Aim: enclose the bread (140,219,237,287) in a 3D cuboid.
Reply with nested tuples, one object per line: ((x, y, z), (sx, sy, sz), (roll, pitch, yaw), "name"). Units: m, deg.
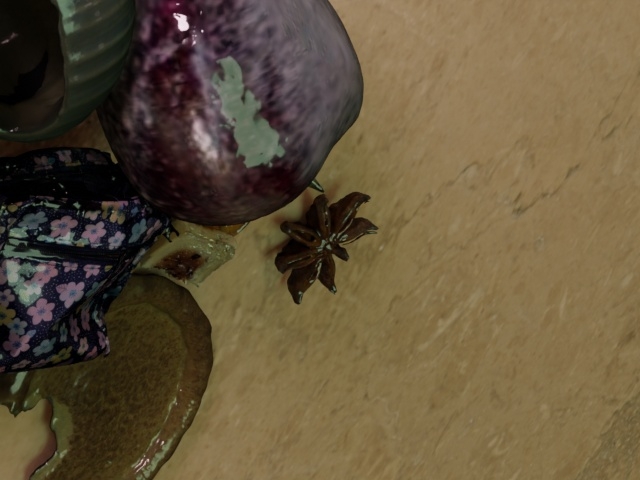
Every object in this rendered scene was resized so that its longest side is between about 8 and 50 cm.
((-0.129, 0.011, 1.905), (0.070, 0.035, 0.083), (-37, 140, 24), "bread")

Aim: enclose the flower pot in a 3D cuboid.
((-0.239, -0.195, 1.502), (0.157, 0.189, 0.243), (-79, 166, -53), "flower pot")

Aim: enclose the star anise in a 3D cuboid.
((-0.001, -0.001, 2.057), (0.141, 0.042, 0.141), (-30, 141, -29), "star anise")

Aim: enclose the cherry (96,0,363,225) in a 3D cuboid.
((-0.083, -0.142, 1.684), (0.296, 0.218, 0.255), (61, 39, -35), "cherry")

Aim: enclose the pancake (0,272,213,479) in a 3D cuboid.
((-0.218, 0.161, 1.945), (0.286, 0.033, 0.288), (6, 113, -52), "pancake")

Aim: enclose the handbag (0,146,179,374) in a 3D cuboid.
((-0.249, 0.015, 1.703), (0.229, 0.127, 0.208), (-3, 127, -49), "handbag")

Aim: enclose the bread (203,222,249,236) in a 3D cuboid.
((-0.093, -0.047, 1.929), (0.110, 0.024, 0.110), (-31, 140, -30), "bread")
